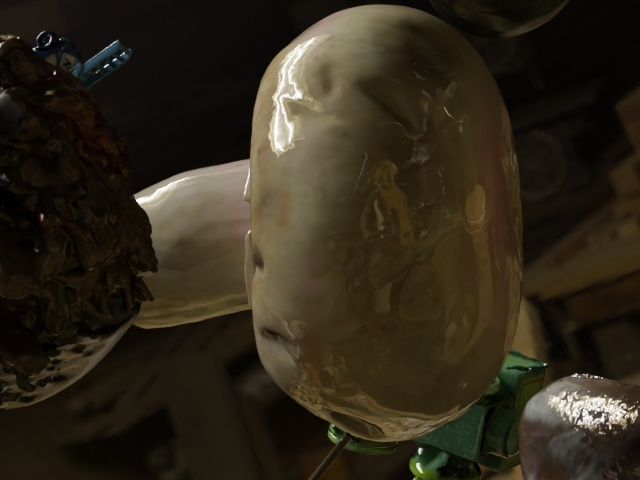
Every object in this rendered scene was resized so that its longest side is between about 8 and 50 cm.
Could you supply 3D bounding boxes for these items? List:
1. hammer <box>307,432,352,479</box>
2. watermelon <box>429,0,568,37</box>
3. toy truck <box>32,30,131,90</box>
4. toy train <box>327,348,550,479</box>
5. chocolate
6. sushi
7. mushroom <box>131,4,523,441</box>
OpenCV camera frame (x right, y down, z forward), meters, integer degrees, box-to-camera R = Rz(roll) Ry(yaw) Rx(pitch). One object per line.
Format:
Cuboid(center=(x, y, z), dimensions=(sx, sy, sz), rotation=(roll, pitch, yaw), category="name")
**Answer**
Cuboid(center=(-0.009, 0.188, 1.214), dimensions=(0.035, 0.019, 0.110), rotation=(17, -60, -42), category="hammer")
Cuboid(center=(0.105, -0.180, 1.025), dimensions=(0.133, 0.105, 0.105), rotation=(-21, 3, -17), category="watermelon")
Cuboid(center=(-0.283, -0.203, 1.795), dimensions=(0.136, 0.074, 0.063), rotation=(-33, -28, 14), category="toy truck")
Cuboid(center=(0.132, 0.188, 1.888), dimensions=(0.271, 0.159, 0.188), rotation=(17, 14, 30), category="toy train")
Cuboid(center=(0.254, 0.206, 1.393), dimensions=(0.080, 0.157, 0.254), rotation=(-21, 8, -27), category="chocolate")
Cuboid(center=(-0.205, -0.014, 1.088), dimensions=(0.219, 0.238, 0.225), rotation=(-49, -19, 23), category="sushi")
Cuboid(center=(0.033, -0.006, 1.321), dimensions=(0.325, 0.353, 0.353), rotation=(-5, -11, -46), category="mushroom")
